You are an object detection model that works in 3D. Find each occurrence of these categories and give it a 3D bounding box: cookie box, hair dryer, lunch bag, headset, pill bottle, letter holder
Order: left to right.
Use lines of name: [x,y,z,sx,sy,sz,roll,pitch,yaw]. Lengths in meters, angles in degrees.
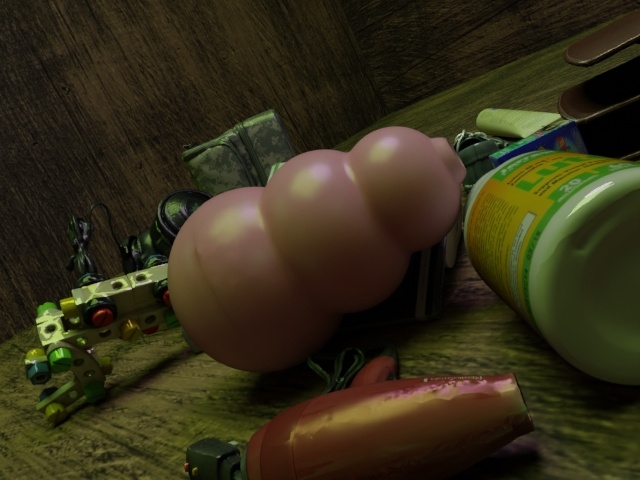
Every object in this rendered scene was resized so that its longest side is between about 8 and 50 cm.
headset: [-0.277,0.030,1.100,0.243,0.185,0.394,-39,-35,25]
lunch bag: [-0.164,-0.129,1.425,0.256,0.305,0.212,-24,9,0]
hair dryer: [0.027,0.121,0.457,0.223,0.080,0.293,-34,14,-34]
cookie box: [0.287,-0.092,0.765,0.107,0.092,0.040,-26,9,5]
pill bottle: [0.193,0.000,0.467,0.136,0.136,0.245,-26,12,4]
letter holder: [0.420,-0.221,0.888,0.214,0.152,0.302,-24,12,25]

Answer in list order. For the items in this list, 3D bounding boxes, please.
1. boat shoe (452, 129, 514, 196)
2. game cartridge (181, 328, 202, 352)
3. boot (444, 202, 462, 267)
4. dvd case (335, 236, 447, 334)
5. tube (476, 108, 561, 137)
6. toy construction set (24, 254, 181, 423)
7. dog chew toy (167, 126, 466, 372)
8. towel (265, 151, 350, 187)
boat shoe: [0.278,-0.147,1.001,0.116,0.099,0.319,-23,12,21]
game cartridge: [-0.027,0.054,0.923,0.355,0.068,0.230,-23,8,21]
boot: [0.134,-0.011,0.767,0.086,0.069,0.190,2,12,17]
dvd case: [0.055,0.031,0.716,0.221,0.018,0.164,-17,51,42]
tube: [0.411,-0.247,1.264,0.240,0.062,0.070,-133,62,-73]
toy construction set: [-0.302,0.134,0.938,0.328,0.215,0.151,-29,50,-35]
dog chew toy: [0.000,0.000,0.631,0.332,0.206,0.206,-32,10,17]
towel: [0.041,-0.093,1.119,0.325,0.038,0.248,-7,38,15]
